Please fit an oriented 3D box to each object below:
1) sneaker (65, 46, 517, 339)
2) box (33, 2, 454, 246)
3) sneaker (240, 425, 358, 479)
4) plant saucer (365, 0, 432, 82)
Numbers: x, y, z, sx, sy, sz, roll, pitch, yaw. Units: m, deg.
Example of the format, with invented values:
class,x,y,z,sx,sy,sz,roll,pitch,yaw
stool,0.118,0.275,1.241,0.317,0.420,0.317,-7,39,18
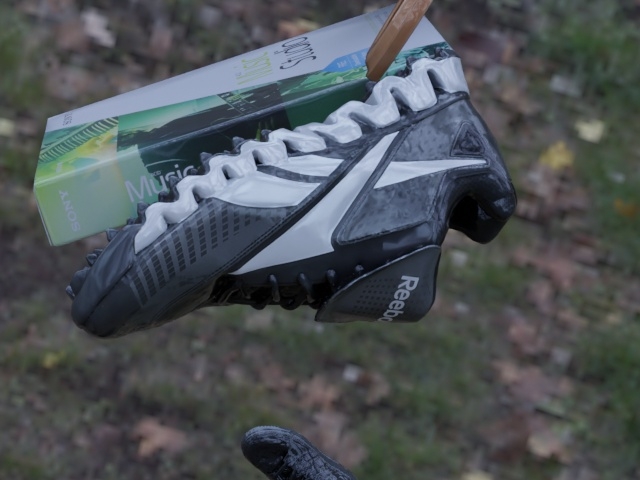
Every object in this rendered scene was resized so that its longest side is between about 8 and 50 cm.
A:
class,x,y,z,sx,sy,sz,roll,pitch,yaw
sneaker,0.000,0.000,0.891,0.234,0.078,0.106,-29,78,-31
box,-0.058,-0.096,1.527,0.322,0.058,0.232,-19,16,0
sneaker,-0.001,0.246,1.921,0.170,0.051,0.089,32,23,-26
plant saucer,0.047,-0.123,1.074,0.013,0.083,0.083,33,16,-4
